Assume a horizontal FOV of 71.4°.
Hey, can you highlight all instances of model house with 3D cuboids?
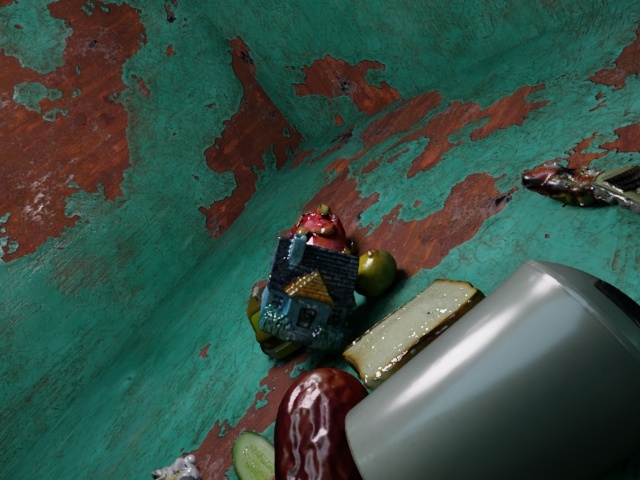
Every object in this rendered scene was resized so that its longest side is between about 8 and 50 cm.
[{"bbox_3d":[-0.010,0.122,1.181,0.226,0.261,0.241,-101,27,-69],"label":"model house"}]

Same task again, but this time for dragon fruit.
[{"bbox_3d":[-0.015,0.006,1.528,0.243,0.227,0.307,-20,47,-26],"label":"dragon fruit"}]

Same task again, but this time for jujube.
[{"bbox_3d":[0.014,0.398,0.814,0.223,0.223,0.318,-29,36,22],"label":"jujube"}]

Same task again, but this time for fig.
[{"bbox_3d":[0.154,0.094,1.284,0.153,0.121,0.136,-57,24,18],"label":"fig"}]

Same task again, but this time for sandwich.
[{"bbox_3d":[0.202,0.202,0.925,0.301,0.099,0.271,-36,6,-6],"label":"sandwich"}]

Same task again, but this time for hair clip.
[{"bbox_3d":[0.672,-0.064,0.828,0.138,0.091,0.321,-28,23,-4],"label":"hair clip"}]

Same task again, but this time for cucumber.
[{"bbox_3d":[-0.130,0.506,1.011,0.244,0.063,0.115,8,64,59],"label":"cucumber"}]

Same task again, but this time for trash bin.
[{"bbox_3d":[0.276,0.231,0.652,0.432,0.280,0.280,-39,23,8],"label":"trash bin"}]

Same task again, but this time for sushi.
[{"bbox_3d":[0.597,-0.131,1.055,0.103,0.097,0.226,-50,39,-11],"label":"sushi"}]

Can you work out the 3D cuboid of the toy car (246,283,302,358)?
[{"bbox_3d":[-0.136,0.217,1.378,0.204,0.198,0.248,-33,22,16],"label":"toy car"}]

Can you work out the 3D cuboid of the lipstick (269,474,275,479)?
[{"bbox_3d":[-0.113,0.541,0.871,0.145,0.045,0.045,-64,-7,0],"label":"lipstick"}]

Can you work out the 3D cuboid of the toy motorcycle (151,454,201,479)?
[{"bbox_3d":[-0.383,0.630,1.156,0.229,0.074,0.151,-23,25,36],"label":"toy motorcycle"}]
